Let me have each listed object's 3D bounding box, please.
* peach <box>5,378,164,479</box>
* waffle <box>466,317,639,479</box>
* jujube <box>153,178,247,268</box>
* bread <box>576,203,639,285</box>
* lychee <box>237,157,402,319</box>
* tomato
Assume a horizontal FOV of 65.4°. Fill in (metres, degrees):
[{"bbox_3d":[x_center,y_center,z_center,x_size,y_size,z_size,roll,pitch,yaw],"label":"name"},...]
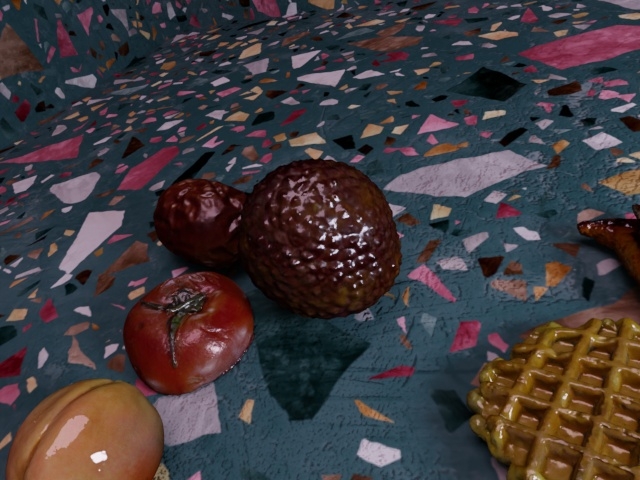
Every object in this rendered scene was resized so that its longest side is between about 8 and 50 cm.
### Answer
[{"bbox_3d":[-0.293,0.267,0.622,0.184,0.184,0.184,-10,38,8],"label":"peach"},{"bbox_3d":[0.324,0.198,0.560,0.301,0.058,0.282,-28,35,-19],"label":"waffle"},{"bbox_3d":[-0.226,-0.036,0.984,0.251,0.174,0.174,10,44,46],"label":"jujube"},{"bbox_3d":[0.493,0.028,0.702,0.140,0.095,0.269,-13,24,1],"label":"bread"},{"bbox_3d":[0.000,0.000,0.784,0.261,0.260,0.260,-10,38,8],"label":"lychee"},{"bbox_3d":[-0.225,0.131,0.825,0.228,0.101,0.227,-8,37,6],"label":"tomato"}]
